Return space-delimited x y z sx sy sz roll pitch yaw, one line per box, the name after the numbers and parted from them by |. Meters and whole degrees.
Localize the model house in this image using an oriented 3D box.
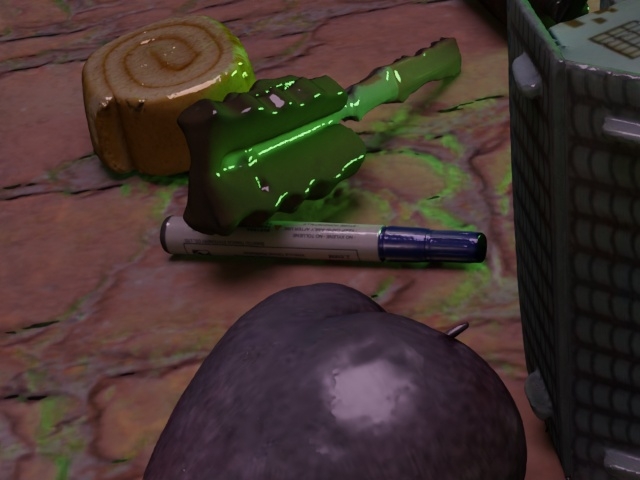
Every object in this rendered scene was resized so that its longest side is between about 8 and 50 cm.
0.198 -0.014 0.771 0.215 0.224 0.198 -20 34 -23 | model house

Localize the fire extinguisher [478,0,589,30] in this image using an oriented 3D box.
0.142 -0.220 1.240 0.072 0.089 0.268 6 25 -22 | fire extinguisher

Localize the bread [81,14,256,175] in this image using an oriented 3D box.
-0.106 -0.097 1.139 0.122 0.073 0.149 -21 30 -6 | bread

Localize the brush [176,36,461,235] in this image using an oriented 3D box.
0.016 -0.084 1.058 0.071 0.084 0.301 7 23 35 | brush

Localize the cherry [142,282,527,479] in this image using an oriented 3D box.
0.007 0.102 0.716 0.176 0.140 0.176 -23 40 21 | cherry

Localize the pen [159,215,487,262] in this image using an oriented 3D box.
0.000 0.000 0.988 0.204 0.025 0.025 2 33 19 | pen
